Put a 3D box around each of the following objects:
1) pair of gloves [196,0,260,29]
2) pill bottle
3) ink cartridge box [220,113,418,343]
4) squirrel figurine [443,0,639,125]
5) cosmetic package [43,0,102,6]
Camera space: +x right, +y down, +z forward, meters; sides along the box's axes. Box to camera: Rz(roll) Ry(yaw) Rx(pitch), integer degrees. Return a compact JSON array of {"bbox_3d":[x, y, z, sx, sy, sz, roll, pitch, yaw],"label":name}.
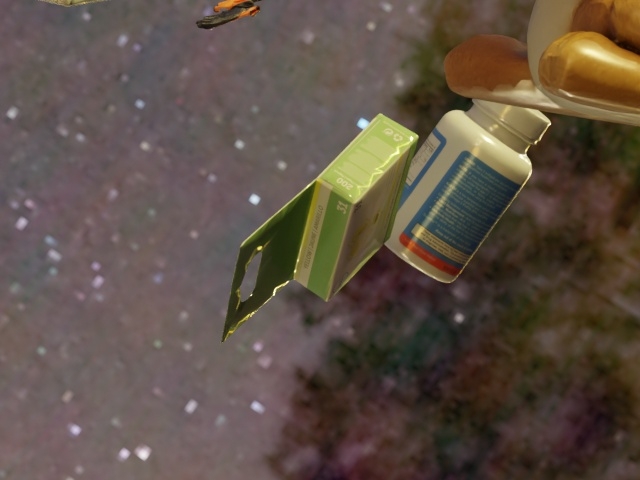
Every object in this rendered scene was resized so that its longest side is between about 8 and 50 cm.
[{"bbox_3d":[-0.086,-0.238,1.765,0.083,0.074,0.010,-52,-53,-55],"label":"pair of gloves"},{"bbox_3d":[0.166,-0.072,1.976,0.221,0.124,0.124,-54,-20,12],"label":"pill bottle"},{"bbox_3d":[0.000,0.000,1.717,0.235,0.056,0.171,-46,-18,-35],"label":"ink cartridge box"},{"bbox_3d":[0.318,-0.265,1.297,0.281,0.397,0.370,-145,65,-84],"label":"squirrel figurine"},{"bbox_3d":[-0.130,-0.257,0.952,0.224,0.138,0.225,-32,-43,-68],"label":"cosmetic package"}]
